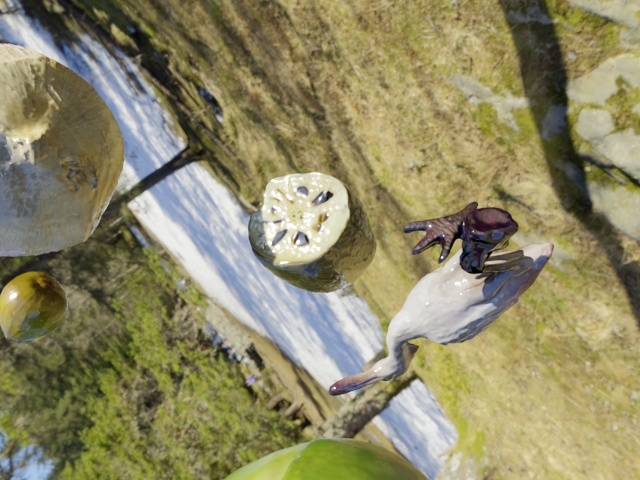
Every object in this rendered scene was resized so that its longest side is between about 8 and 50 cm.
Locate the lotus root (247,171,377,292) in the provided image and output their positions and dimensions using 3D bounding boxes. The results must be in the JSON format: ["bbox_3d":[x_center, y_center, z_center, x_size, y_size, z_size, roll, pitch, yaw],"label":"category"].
[{"bbox_3d":[0.000,0.000,1.173,0.250,0.250,0.346,41,-179,20],"label":"lotus root"}]

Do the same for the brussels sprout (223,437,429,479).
[{"bbox_3d":[-0.002,0.379,0.489,0.276,0.371,0.315,6,165,21],"label":"brussels sprout"}]

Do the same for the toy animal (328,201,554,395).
[{"bbox_3d":[0.143,0.075,0.616,0.090,0.195,0.324,-109,30,-41],"label":"toy animal"}]

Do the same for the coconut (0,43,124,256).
[{"bbox_3d":[-0.550,-0.153,0.935,0.405,0.405,0.404,41,157,21],"label":"coconut"}]

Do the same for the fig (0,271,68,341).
[{"bbox_3d":[-0.340,0.082,0.611,0.074,0.088,0.074,34,-169,-7],"label":"fig"}]
